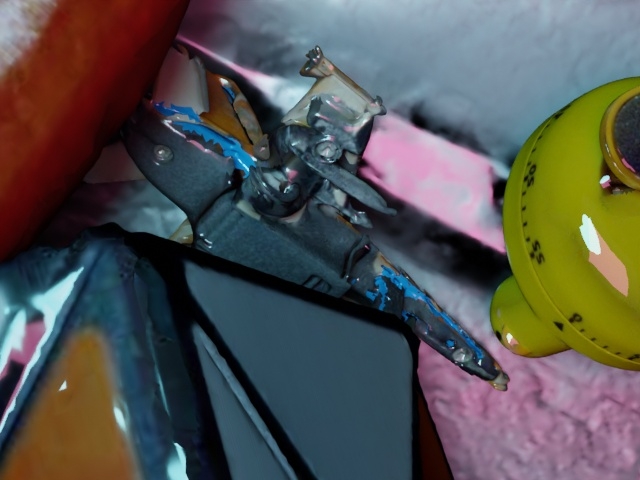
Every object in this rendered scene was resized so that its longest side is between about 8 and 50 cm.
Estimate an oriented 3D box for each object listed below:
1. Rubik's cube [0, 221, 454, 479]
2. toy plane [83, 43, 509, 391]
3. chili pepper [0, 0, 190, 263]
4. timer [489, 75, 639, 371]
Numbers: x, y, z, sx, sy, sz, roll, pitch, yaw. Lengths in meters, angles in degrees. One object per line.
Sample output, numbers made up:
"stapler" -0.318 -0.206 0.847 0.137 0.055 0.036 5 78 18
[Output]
"Rubik's cube" -0.075 0.162 0.456 0.246 0.248 0.250 -23 72 16
"toy plane" -0.003 0.007 0.576 0.188 0.062 0.135 43 124 -8
"chili pepper" -0.092 -0.121 0.517 0.131 0.134 0.338 30 65 -9
"timer" 0.114 -0.003 0.568 0.107 0.109 0.107 5 76 -19
